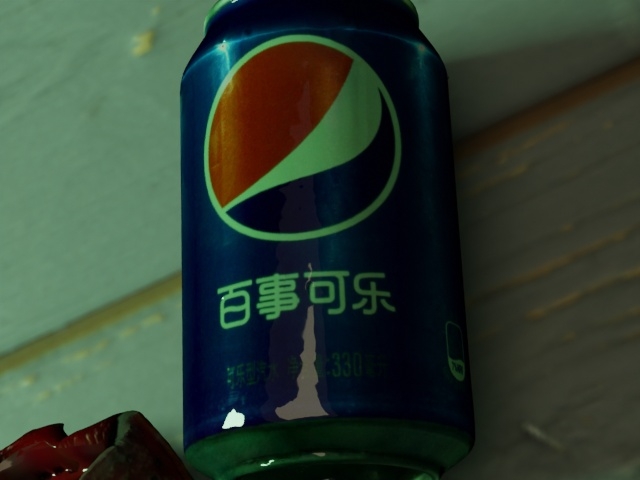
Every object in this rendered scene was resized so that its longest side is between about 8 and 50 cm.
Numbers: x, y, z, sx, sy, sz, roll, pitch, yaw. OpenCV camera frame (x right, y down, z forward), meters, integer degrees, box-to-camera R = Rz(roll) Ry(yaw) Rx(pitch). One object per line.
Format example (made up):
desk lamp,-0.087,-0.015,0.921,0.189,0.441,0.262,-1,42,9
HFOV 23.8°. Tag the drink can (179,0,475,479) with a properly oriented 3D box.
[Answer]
drink can,0.000,0.000,0.623,0.118,0.118,0.205,-10,68,16

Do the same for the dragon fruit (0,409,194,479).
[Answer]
dragon fruit,-0.119,0.161,0.639,0.161,0.120,0.127,-17,108,40
